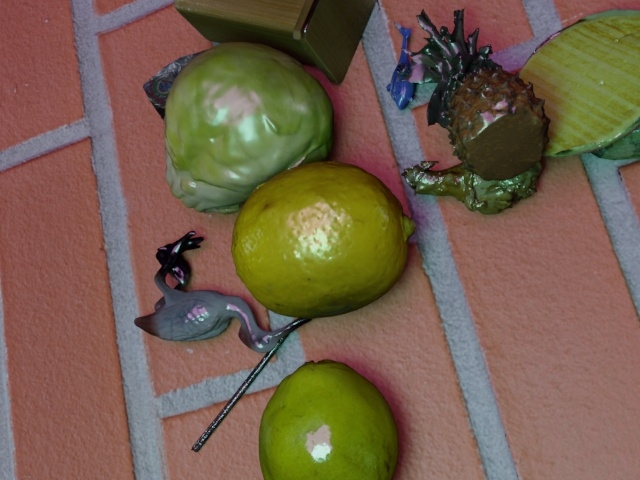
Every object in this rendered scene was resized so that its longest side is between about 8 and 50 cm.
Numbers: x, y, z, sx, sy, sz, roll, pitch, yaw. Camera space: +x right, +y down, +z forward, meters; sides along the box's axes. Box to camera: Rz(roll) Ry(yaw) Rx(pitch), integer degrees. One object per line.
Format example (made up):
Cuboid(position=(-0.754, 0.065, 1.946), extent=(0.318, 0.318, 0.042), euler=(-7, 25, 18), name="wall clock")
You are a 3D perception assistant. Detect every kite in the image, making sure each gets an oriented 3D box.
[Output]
Cuboid(position=(-0.242, -0.234, 1.655), extent=(0.152, 0.015, 0.285), euler=(-28, 67, 10), name="kite")

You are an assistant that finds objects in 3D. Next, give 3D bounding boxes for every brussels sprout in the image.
Cuboid(position=(-0.135, -0.201, 1.497), extent=(0.317, 0.243, 0.273), euler=(-21, 92, 17), name="brussels sprout")

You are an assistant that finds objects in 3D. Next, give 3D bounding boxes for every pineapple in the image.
Cuboid(position=(0.233, -0.238, 1.375), extent=(0.166, 0.165, 0.364), euler=(-31, 39, 8), name="pineapple")

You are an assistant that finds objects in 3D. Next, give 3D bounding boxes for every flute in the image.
Cuboid(position=(-0.132, 0.251, 1.469), extent=(0.014, 0.014, 0.269), euler=(37, 89, 25), name="flute")

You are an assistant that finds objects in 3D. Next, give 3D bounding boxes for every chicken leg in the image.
Cuboid(position=(0.241, -0.091, 1.402), extent=(0.228, 0.088, 0.103), euler=(-4, 85, 14), name="chicken leg")

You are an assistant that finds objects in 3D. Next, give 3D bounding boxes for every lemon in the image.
Cuboid(position=(-0.002, 0.001, 1.372), extent=(0.284, 0.260, 0.260), euler=(-10, 69, 40), name="lemon")

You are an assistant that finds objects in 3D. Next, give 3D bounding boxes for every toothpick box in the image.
Cuboid(position=(-0.088, -0.430, 1.575), extent=(0.308, 0.190, 0.187), euler=(19, 83, 27), name="toothpick box")

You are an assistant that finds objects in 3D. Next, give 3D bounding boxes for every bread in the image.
Cuboid(position=(0.418, -0.240, 1.347), extent=(0.301, 0.045, 0.301), euler=(-29, 39, 26), name="bread")

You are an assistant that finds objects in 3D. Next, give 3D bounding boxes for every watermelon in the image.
Cuboid(position=(0.504, -0.195, 1.337), extent=(0.121, 0.098, 0.158), euler=(24, 71, 17), name="watermelon")

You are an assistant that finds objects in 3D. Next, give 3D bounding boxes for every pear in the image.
Cuboid(position=(0.011, 0.310, 1.296), extent=(0.212, 0.212, 0.269), euler=(-14, 75, 15), name="pear")

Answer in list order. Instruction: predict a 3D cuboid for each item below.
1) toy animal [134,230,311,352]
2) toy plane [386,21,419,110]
Cuboid(position=(-0.195, 0.120, 1.488), extent=(0.324, 0.090, 0.195), euler=(35, 88, 27), name="toy animal")
Cuboid(position=(0.143, -0.305, 1.526), extent=(0.062, 0.054, 0.167), euler=(-9, 70, 44), name="toy plane")
